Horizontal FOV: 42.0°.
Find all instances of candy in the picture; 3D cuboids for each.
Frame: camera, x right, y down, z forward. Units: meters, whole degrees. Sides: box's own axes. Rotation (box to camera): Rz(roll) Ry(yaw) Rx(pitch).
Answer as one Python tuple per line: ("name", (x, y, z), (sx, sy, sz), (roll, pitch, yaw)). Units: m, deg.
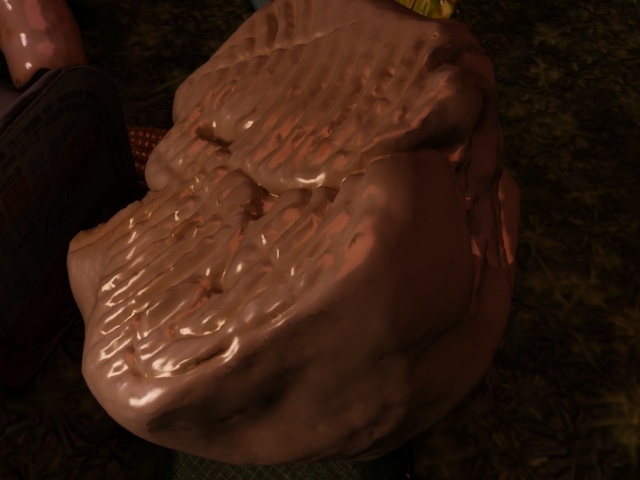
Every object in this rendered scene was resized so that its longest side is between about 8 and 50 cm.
("candy", (0.048, -0.159, 0.793), (0.073, 0.077, 0.262), (40, 63, -3))

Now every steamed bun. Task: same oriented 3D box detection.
("steamed bun", (0.003, -0.002, 0.522), (0.276, 0.203, 0.289), (-30, 40, 10))

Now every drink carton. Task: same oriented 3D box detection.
("drink carton", (-0.252, -0.042, 0.577), (0.190, 0.191, 0.185), (20, 53, 17))

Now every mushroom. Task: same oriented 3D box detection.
("mushroom", (-0.283, -0.241, 0.723), (0.206, 0.206, 0.209), (-6, 59, -13))

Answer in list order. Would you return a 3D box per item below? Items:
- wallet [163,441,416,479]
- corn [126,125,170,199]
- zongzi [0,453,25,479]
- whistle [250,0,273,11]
("wallet", (-0.018, 0.171, 0.513), (0.160, 0.055, 0.236), (0, 43, -5))
("corn", (-0.076, -0.047, 0.673), (0.207, 0.068, 0.068), (11, 50, 4))
("zongzi", (-0.223, 0.198, 0.477), (0.130, 0.062, 0.154), (23, 65, 37))
("whistle", (-0.051, -0.243, 0.855), (0.039, 0.039, 0.186), (-15, 55, -19))
